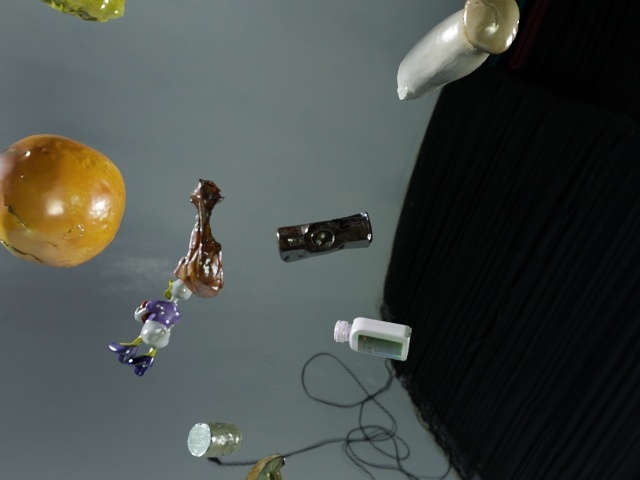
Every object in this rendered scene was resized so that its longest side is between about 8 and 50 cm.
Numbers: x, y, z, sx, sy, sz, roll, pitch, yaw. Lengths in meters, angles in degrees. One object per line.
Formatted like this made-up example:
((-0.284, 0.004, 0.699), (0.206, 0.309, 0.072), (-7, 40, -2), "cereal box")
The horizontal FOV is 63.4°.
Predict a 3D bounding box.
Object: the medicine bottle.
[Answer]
((0.153, 0.286, 1.530), (0.219, 0.115, 0.078), (8, 45, 12), "medicine bottle")

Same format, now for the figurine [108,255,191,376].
((-0.552, 0.261, 1.808), (0.193, 0.421, 0.154), (-6, -40, 50), "figurine")

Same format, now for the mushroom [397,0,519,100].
((0.283, -0.420, 1.169), (0.154, 0.138, 0.407), (-13, 0, -11), "mushroom")

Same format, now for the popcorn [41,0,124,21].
((-0.377, -0.466, 0.794), (0.192, 0.233, 0.266), (17, 13, 30), "popcorn")

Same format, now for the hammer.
((0.000, 0.000, 1.472), (0.242, 0.095, 0.409), (-12, -2, -4), "hammer")

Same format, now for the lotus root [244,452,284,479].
((-0.141, 0.699, 1.257), (0.142, 0.210, 0.314), (1, 49, -22), "lotus root")

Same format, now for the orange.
((-0.492, -0.071, 0.959), (0.246, 0.246, 0.246), (14, 25, -7), "orange")

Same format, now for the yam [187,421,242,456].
((-0.327, 0.610, 1.588), (0.107, 0.107, 0.194), (30, -8, 26), "yam")

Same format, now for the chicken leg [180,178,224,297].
((-0.293, 0.000, 1.279), (0.113, 0.304, 0.093), (6, 15, 13), "chicken leg")
